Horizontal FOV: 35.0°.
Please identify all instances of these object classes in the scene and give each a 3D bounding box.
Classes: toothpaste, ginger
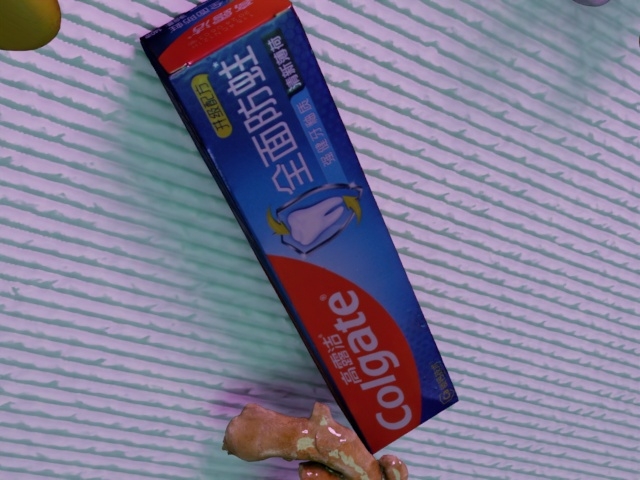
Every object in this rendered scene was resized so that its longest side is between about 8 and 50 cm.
[{"bbox_3d":[-0.001,0.000,0.619,0.076,0.066,0.320,-31,127,-6],"label":"toothpaste"},{"bbox_3d":[-0.023,0.194,0.701,0.176,0.052,0.193,-3,126,15],"label":"ginger"}]

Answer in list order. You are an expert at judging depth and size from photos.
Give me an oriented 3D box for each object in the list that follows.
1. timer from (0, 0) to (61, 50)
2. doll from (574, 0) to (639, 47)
[{"bbox_3d":[-0.186,-0.164,0.262,0.387,0.376,0.376,27,104,-36],"label":"timer"},{"bbox_3d":[0.228,-0.259,0.553,0.316,0.103,0.145,-52,155,-2],"label":"doll"}]
